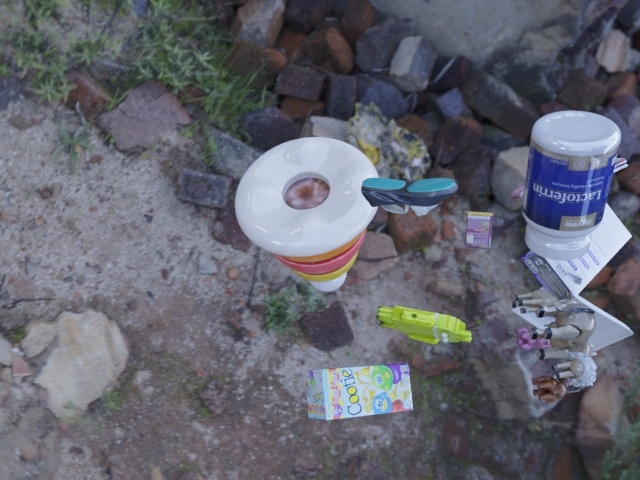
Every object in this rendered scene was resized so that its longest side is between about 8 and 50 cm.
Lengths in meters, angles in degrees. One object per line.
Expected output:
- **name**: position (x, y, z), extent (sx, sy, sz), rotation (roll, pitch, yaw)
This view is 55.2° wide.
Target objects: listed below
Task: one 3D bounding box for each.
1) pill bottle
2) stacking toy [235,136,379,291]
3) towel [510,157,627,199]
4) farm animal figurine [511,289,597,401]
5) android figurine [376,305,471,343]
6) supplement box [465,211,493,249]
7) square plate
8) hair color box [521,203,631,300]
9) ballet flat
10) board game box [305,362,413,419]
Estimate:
- **pill bottle**: position (0.473, -0.100, 1.179), extent (0.153, 0.153, 0.264), rotation (-39, 137, -36)
- **stacking toy**: position (0.000, 0.000, 1.610), extent (0.479, 0.351, 0.350), rotation (74, 37, -54)
- **towel**: position (0.810, -0.201, 2.025), extent (0.237, 0.329, 0.037), rotation (-24, 96, -12)
- **farm animal figurine**: position (0.650, 0.252, 1.640), extent (0.173, 0.326, 0.330), rotation (-6, 64, 2)
- **android figurine**: position (0.303, 0.249, 1.784), extent (0.248, 0.273, 0.056), rotation (61, 42, -66)
- **supplement box**: position (0.364, -0.024, 1.403), extent (0.043, 0.055, 0.083), rotation (-7, 102, -69)
- **square plate**: position (0.962, 0.297, 2.364), extent (0.344, 0.347, 0.049), rotation (34, 65, 7)
- **hair color box**: position (0.843, 0.022, 2.011), extent (0.339, 0.110, 0.185), rotation (-38, 91, -24)
- **ballet flat**: position (0.171, -0.083, 1.166), extent (0.074, 0.203, 0.074), rotation (-10, 102, -53)
- **board game box**: position (0.112, 0.442, 1.812), extent (0.276, 0.144, 0.141), rotation (0, 78, -22)
